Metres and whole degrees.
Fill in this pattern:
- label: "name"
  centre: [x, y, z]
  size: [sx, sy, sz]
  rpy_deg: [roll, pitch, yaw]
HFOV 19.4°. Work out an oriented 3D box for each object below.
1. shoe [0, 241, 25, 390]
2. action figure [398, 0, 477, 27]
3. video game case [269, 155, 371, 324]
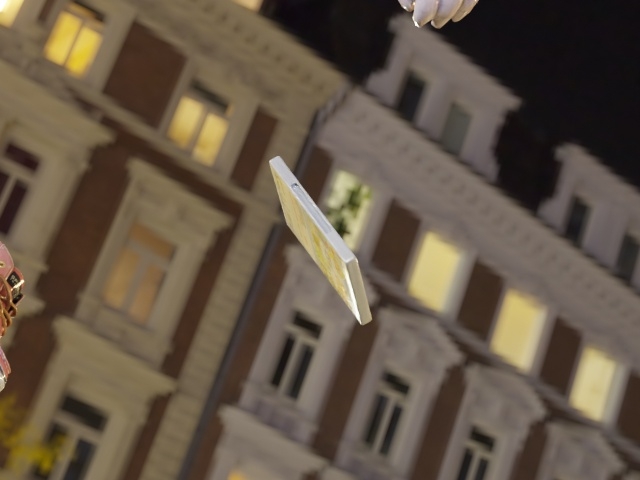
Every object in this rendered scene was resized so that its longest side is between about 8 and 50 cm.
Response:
- label: "shoe"
  centre: [-0.260, 0.050, 1.438]
  size: [0.178, 0.081, 0.063]
  rpy_deg: [41, -30, 48]
- label: "action figure"
  centre: [0.057, -0.268, 0.817]
  size: [0.248, 0.370, 0.276]
  rpy_deg: [38, -58, 32]
- label: "video game case"
  centre: [0.000, 0.000, 1.457]
  size: [0.122, 0.011, 0.087]
  rpy_deg: [54, -13, 35]
